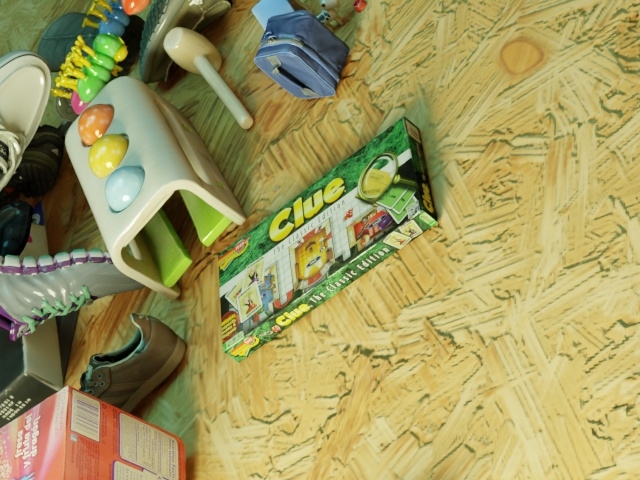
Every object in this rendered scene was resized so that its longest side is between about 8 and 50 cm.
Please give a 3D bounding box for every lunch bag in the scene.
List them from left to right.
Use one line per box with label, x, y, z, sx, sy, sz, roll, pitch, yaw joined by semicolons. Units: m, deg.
lunch bag;-0.022;-0.194;1.543;0.067;0.098;0.065;-5;61;43

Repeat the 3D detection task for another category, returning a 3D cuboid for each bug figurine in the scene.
bug figurine;-0.257;-0.260;1.794;0.216;0.072;0.279;-65;13;-9

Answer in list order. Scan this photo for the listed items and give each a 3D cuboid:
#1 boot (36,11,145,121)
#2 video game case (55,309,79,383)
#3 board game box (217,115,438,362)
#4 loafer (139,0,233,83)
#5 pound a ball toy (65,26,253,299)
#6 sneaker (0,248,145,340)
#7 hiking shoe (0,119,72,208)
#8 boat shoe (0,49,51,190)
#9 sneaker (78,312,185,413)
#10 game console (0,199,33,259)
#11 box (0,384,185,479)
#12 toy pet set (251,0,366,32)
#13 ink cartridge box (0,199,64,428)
boot;-0.341;-0.244;1.997;0.208;0.076;0.190;13;58;47
video game case;-0.394;0.166;1.759;0.274;0.026;0.196;-26;44;35
board game box;0.000;0.000;1.415;0.259;0.030;0.136;-36;36;26
loafer;-0.151;-0.292;1.796;0.251;0.087;0.094;-58;22;28
pound a ball toy;-0.183;-0.113;1.638;0.208;0.135;0.319;-48;35;11
sneaker;-0.301;0.068;1.613;0.223;0.083;0.098;-2;64;-1
hiking shoe;-0.424;-0.112;1.995;0.226;0.086;0.114;-3;50;39
boat shoe;-0.401;-0.110;1.743;0.267;0.096;0.088;-55;33;-11
sneaker;-0.226;0.154;1.504;0.188;0.071;0.066;-48;23;-3
game console;-0.465;0.095;1.739;0.361;0.044;0.213;-41;38;22
box;-0.218;0.306;1.300;0.142;0.154;0.300;-32;45;30
toy pet set;-0.017;-0.283;1.641;0.114;0.065;0.122;-38;37;24
ink cartridge box;-0.396;0.101;1.744;0.176;0.069;0.371;-43;33;18
